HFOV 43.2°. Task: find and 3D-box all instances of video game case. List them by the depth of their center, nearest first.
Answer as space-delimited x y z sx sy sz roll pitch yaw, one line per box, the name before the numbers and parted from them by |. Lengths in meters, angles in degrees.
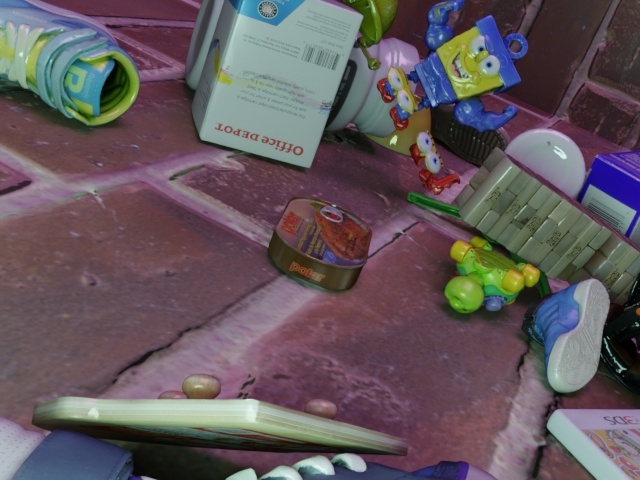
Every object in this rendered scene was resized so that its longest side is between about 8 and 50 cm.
video game case | 0.342 0.227 0.709 0.206 0.026 0.227 8 26 -33

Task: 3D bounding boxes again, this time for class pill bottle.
pill bottle | 0.317 -0.090 1.236 0.121 0.121 0.221 24 -4 5
pill bottle | -0.030 -0.306 1.375 0.362 0.210 0.210 15 22 -19

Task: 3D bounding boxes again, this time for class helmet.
helmet | 0.404 0.093 0.902 0.161 0.169 0.169 -14 38 -32

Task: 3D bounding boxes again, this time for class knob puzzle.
knob puzzle | -0.071 0.097 0.454 0.213 0.030 0.213 3 -18 1

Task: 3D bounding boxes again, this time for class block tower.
block tower | 0.322 0.007 1.025 0.335 0.091 0.097 31 16 -21

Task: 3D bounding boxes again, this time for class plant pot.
plant pot | 0.158 -0.229 1.536 0.134 0.095 0.134 20 21 -8

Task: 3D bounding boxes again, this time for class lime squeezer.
lime squeezer | 0.258 -0.004 1.147 0.110 0.059 0.310 6 27 -37

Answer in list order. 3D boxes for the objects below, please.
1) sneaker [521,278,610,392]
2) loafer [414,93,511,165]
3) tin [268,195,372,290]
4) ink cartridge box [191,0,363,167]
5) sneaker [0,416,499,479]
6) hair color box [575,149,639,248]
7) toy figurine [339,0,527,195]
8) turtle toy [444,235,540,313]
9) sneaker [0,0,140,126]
sneaker | 0.256 0.109 0.881 0.058 0.084 0.152 44 51 -17
loafer | 0.297 -0.239 1.692 0.268 0.102 0.092 36 30 32
tin | 0.000 0.000 0.905 0.106 0.040 0.190 26 21 -1
ink cartridge box | -0.072 -0.253 1.172 0.171 0.233 0.168 15 20 -19
sneaker | -0.065 0.134 0.377 0.236 0.130 0.322 35 29 20
hair color box | 0.514 -0.039 1.247 0.338 0.185 0.110 -8 37 -39
toy figurine | 0.192 -0.272 1.205 0.191 0.217 0.363 22 44 -87
turtle toy | 0.188 0.047 0.936 0.095 0.066 0.130 32 23 27
sneaker | -0.363 -0.232 0.980 0.319 0.127 0.208 3 27 -40
